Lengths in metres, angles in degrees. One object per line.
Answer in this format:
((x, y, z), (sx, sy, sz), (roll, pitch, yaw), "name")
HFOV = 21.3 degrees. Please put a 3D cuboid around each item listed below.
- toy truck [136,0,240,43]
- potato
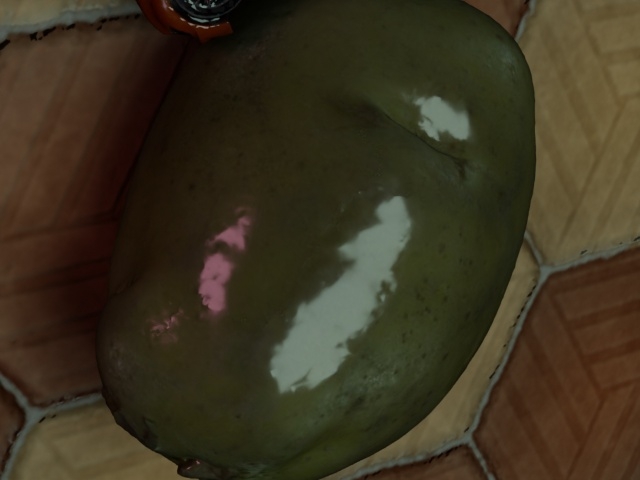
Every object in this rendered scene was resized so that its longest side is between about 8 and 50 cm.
((-0.127, -0.222, 0.934), (0.114, 0.107, 0.252), (-20, 122, -1), "toy truck")
((0.000, 0.000, 1.048), (0.243, 0.221, 0.326), (25, 82, -50), "potato")
